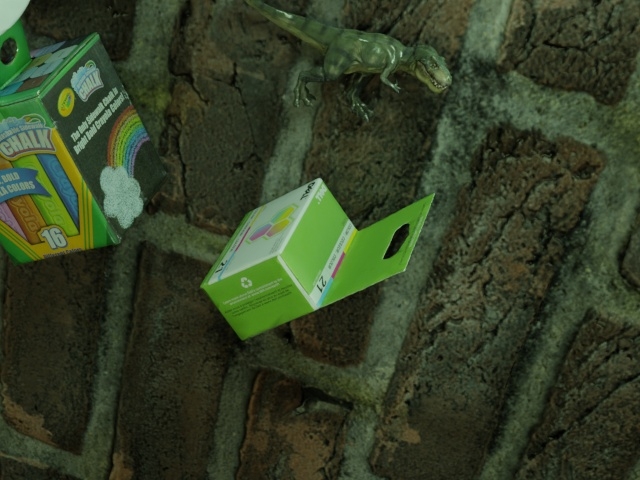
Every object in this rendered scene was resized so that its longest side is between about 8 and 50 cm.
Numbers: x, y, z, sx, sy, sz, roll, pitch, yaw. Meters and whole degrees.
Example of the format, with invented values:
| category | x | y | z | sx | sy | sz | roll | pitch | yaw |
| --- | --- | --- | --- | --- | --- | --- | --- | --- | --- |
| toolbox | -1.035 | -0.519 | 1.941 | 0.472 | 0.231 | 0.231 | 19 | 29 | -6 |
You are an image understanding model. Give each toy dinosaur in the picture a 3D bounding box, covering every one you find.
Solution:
| category | x | y | z | sx | sy | sz | roll | pitch | yaw |
| --- | --- | --- | --- | --- | --- | --- | --- | --- | --- |
| toy dinosaur | 0.027 | -0.209 | 1.560 | 0.268 | 0.064 | 0.118 | 19 | 122 | 9 |

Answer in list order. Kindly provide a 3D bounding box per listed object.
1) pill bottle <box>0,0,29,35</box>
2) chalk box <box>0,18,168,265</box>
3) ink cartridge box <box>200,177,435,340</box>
| category | x | y | z | sx | sy | sz | roll | pitch | yaw |
| --- | --- | --- | --- | --- | --- | --- | --- | --- | --- |
| pill bottle | -0.492 | -0.323 | 1.459 | 0.392 | 0.224 | 0.224 | 17 | 136 | 48 |
| chalk box | -0.357 | -0.143 | 1.667 | 0.179 | 0.180 | 0.289 | -12 | 118 | 26 |
| ink cartridge box | 0.000 | 0.000 | 1.635 | 0.255 | 0.189 | 0.097 | -25 | 111 | 31 |
